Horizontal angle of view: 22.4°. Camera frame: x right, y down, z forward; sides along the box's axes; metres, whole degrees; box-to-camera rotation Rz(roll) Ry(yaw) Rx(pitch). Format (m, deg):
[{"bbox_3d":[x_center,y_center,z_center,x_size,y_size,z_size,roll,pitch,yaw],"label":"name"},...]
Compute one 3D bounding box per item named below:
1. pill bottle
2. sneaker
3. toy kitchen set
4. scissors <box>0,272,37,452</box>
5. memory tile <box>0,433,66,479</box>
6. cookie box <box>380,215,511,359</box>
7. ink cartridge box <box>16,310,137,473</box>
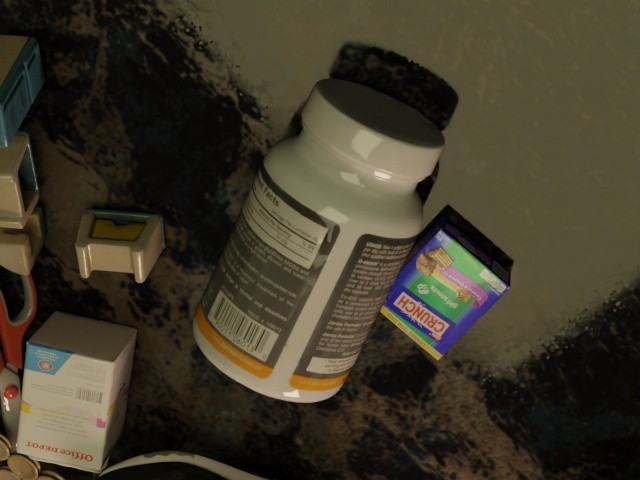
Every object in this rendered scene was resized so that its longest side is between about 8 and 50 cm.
[{"bbox_3d":[0.000,0.000,1.514,0.162,0.162,0.278,26,111,0],"label":"pill bottle"},{"bbox_3d":[-0.098,0.294,1.614,0.283,0.124,0.107,10,117,-10],"label":"sneaker"},{"bbox_3d":[-0.241,-0.079,1.572,0.166,0.122,0.207,4,130,8],"label":"toy kitchen set"},{"bbox_3d":[-0.317,0.138,1.683,0.109,0.021,0.297,-32,126,-23],"label":"scissors"},{"bbox_3d":[-0.343,0.243,1.715,0.148,0.012,0.113,38,135,-5],"label":"memory tile"},{"bbox_3d":[0.117,0.047,1.573,0.092,0.040,0.107,40,111,-6],"label":"cookie box"},{"bbox_3d":[-0.250,0.161,1.650,0.092,0.090,0.143,13,112,6],"label":"ink cartridge box"}]
